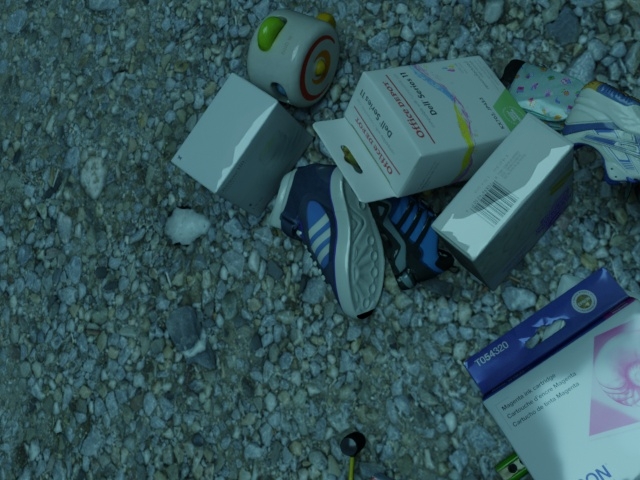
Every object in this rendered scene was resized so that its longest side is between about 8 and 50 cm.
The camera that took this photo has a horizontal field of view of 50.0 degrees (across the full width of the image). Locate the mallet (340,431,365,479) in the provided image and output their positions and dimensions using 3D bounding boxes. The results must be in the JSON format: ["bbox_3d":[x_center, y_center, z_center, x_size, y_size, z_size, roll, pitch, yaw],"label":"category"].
[{"bbox_3d":[0.056,0.470,1.334,0.039,0.062,0.189,3,80,21],"label":"mallet"}]

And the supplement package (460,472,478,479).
[{"bbox_3d":[0.224,0.564,1.148,0.262,0.145,0.204,-34,91,-5],"label":"supplement package"}]

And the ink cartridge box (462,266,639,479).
[{"bbox_3d":[0.458,0.256,1.186,0.324,0.071,0.330,-38,63,10],"label":"ink cartridge box"}]

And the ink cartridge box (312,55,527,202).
[{"bbox_3d":[0.188,-0.207,1.239,0.353,0.119,0.207,-16,63,-29],"label":"ink cartridge box"}]

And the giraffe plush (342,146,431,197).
[{"bbox_3d":[0.174,-0.193,1.394,0.210,0.181,0.170,1,48,52],"label":"giraffe plush"}]

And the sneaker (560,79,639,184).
[{"bbox_3d":[0.513,-0.128,1.062,0.296,0.112,0.131,41,117,30],"label":"sneaker"}]

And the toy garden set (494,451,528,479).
[{"bbox_3d":[0.457,0.443,1.194,0.204,0.049,0.244,-39,64,7],"label":"toy garden set"}]

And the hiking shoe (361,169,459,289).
[{"bbox_3d":[0.168,-0.055,1.337,0.132,0.113,0.304,-20,115,3],"label":"hiking shoe"}]

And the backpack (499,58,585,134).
[{"bbox_3d":[0.428,-0.266,1.337,0.182,0.115,0.152,26,86,21],"label":"backpack"}]

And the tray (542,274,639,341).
[{"bbox_3d":[0.555,0.163,1.243,0.270,0.030,0.145,17,85,22],"label":"tray"}]

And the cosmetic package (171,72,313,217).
[{"bbox_3d":[-0.159,-0.196,1.469,0.138,0.225,0.224,35,92,23],"label":"cosmetic package"}]

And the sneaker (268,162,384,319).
[{"bbox_3d":[0.000,0.000,1.445,0.236,0.130,0.322,-2,98,44],"label":"sneaker"}]

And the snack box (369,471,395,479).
[{"bbox_3d":[0.139,0.568,1.278,0.174,0.070,0.207,23,88,20],"label":"snack box"}]

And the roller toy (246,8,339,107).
[{"bbox_3d":[-0.050,-0.394,1.495,0.146,0.209,0.191,26,126,23],"label":"roller toy"}]

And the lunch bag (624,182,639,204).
[{"bbox_3d":[0.612,-0.102,1.176,0.160,0.223,0.262,-26,70,15],"label":"lunch bag"}]

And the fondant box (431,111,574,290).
[{"bbox_3d":[0.331,-0.050,1.206,0.096,0.330,0.238,42,94,22],"label":"fondant box"}]
